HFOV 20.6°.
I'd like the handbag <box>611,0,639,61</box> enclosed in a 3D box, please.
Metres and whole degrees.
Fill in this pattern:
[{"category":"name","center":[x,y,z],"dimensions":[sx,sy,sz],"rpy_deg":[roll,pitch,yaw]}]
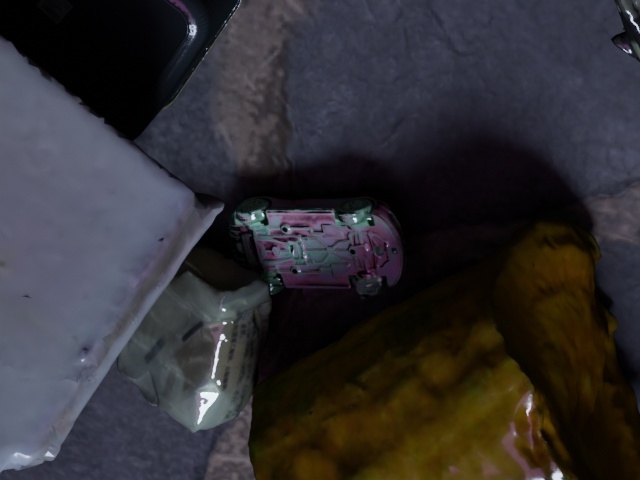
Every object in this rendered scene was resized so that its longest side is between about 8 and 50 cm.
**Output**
[{"category":"handbag","center":[0.287,-0.247,0.978],"dimensions":[0.325,0.162,0.327],"rpy_deg":[-11,121,25]}]

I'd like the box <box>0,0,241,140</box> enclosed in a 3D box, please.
[{"category":"box","center":[-0.169,-0.169,1.190],"dimensions":[0.201,0.090,0.144],"rpy_deg":[36,119,-7]}]

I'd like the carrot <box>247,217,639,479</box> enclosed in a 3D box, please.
[{"category":"carrot","center":[0.078,0.161,1.219],"dimensions":[0.340,0.241,0.241],"rpy_deg":[-36,104,25]}]

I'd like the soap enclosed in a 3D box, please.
[{"category":"soap","center":[-0.314,-0.066,1.111],"dimensions":[0.435,0.350,0.213],"rpy_deg":[38,80,-11]}]

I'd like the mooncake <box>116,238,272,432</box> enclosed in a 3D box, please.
[{"category":"mooncake","center":[-0.093,0.056,1.284],"dimensions":[0.130,0.073,0.125],"rpy_deg":[32,121,36]}]

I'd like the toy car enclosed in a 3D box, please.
[{"category":"toy car","center":[0.000,0.000,1.257],"dimensions":[0.142,0.055,0.069],"rpy_deg":[1,117,28]}]
